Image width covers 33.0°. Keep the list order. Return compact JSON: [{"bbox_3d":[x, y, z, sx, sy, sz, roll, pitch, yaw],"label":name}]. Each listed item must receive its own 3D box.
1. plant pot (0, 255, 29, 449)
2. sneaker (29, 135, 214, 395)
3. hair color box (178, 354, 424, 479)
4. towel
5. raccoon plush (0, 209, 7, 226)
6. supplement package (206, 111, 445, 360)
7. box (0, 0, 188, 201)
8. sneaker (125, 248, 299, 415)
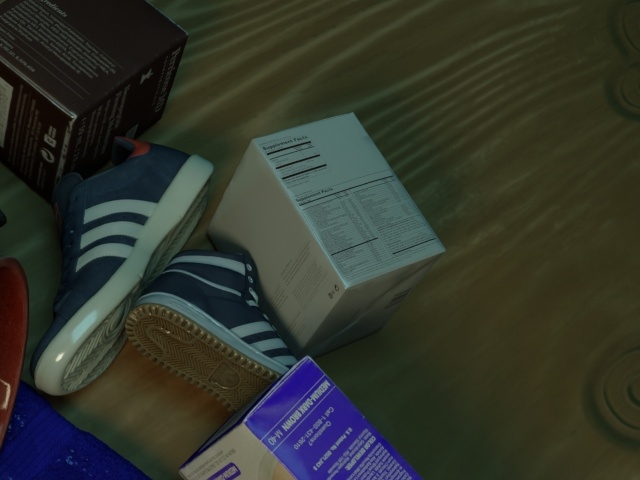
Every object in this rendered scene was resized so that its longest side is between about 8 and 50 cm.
[{"bbox_3d":[-0.414,0.115,0.883,0.265,0.272,0.272,13,53,1],"label":"plant pot"},{"bbox_3d":[-0.251,0.014,1.186,0.148,0.131,0.350,25,45,3],"label":"sneaker"},{"bbox_3d":[0.035,0.292,1.042,0.339,0.185,0.110,46,53,1],"label":"hair color box"},{"bbox_3d":[-0.291,0.255,1.024,0.308,0.076,0.227,36,52,3],"label":"towel"},{"bbox_3d":[-0.551,-0.032,1.085,0.447,0.216,0.299,-9,72,-1],"label":"raccoon plush"},{"bbox_3d":[0.000,0.000,1.248,0.149,0.194,0.203,-19,68,-33],"label":"supplement package"},{"bbox_3d":[-0.295,-0.191,1.268,0.167,0.168,0.203,38,52,7],"label":"box"},{"bbox_3d":[-0.073,0.120,1.197,0.282,0.099,0.153,38,30,-13],"label":"sneaker"}]
